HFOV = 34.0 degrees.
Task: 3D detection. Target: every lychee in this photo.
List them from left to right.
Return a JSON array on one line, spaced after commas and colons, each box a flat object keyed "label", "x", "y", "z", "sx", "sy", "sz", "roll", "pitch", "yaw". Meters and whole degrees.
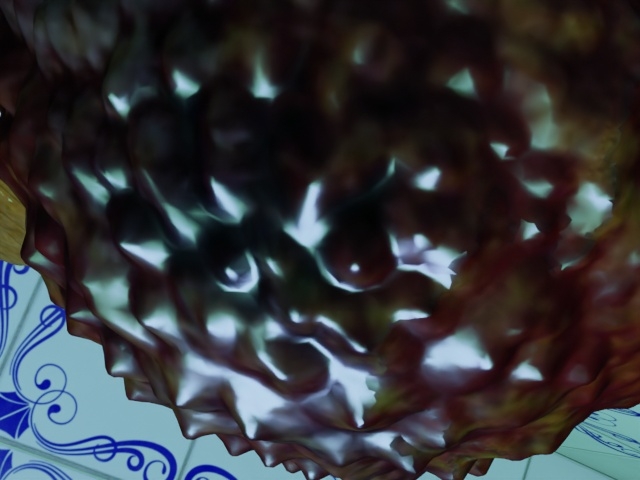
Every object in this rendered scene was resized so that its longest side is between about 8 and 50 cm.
[{"label": "lychee", "x": 0.030, "y": -0.096, "z": 0.528, "sx": 0.425, "sy": 0.424, "sz": 0.500, "roll": 13, "pitch": 149, "yaw": 26}]

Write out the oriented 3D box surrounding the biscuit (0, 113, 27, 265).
[{"label": "biscuit", "x": -0.330, "y": -0.108, "z": 0.886, "sx": 0.350, "sy": 0.078, "sz": 0.455, "roll": 40, "pitch": 155, "yaw": -7}]
